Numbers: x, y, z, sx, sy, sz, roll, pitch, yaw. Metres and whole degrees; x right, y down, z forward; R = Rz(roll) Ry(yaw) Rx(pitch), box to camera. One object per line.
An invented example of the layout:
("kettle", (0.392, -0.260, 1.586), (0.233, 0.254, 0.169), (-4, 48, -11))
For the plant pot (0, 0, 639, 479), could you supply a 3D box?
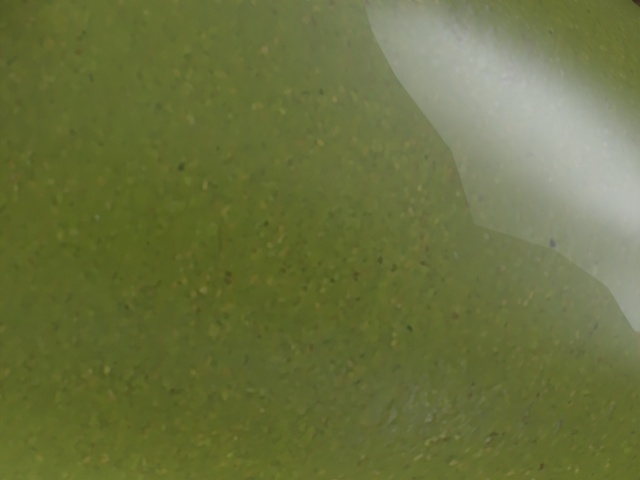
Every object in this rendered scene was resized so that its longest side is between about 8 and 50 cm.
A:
("plant pot", (0.000, 0.000, 0.483), (0.294, 0.275, 0.274), (16, -80, -24))
